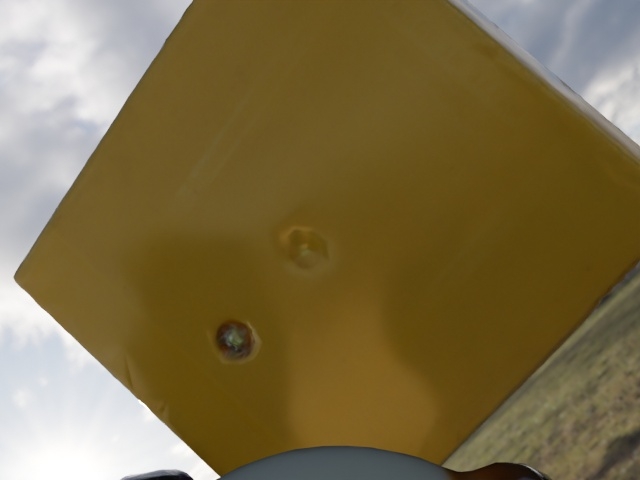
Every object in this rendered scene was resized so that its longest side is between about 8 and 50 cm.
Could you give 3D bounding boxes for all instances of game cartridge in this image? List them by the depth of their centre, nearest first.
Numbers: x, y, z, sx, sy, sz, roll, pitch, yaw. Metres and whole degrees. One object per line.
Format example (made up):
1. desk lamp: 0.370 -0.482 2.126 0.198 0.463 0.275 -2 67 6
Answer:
1. game cartridge: 0.000 0.000 0.659 0.323 0.285 0.053 -50 -7 24

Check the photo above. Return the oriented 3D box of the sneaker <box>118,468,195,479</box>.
1. sneaker: -0.135 0.182 0.656 0.283 0.107 0.124 39 -114 -46

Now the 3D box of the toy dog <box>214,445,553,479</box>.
1. toy dog: -0.036 0.230 0.333 0.285 0.395 0.408 -21 15 26
